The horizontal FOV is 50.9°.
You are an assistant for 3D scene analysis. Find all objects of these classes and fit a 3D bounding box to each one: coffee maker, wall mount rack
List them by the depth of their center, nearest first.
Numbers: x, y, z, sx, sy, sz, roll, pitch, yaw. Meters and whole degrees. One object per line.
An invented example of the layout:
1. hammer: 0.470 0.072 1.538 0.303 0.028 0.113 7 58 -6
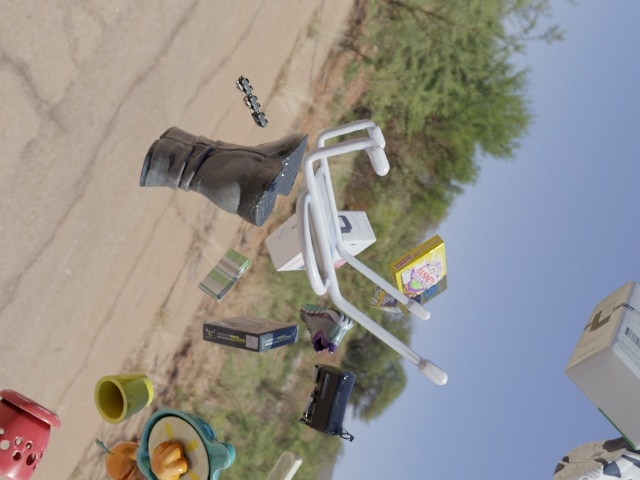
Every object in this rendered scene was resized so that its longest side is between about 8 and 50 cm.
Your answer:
1. wall mount rack: 0.060 0.011 0.860 0.350 0.130 0.304 -75 153 -74
2. coffee maker: 0.040 0.461 1.949 0.120 0.171 0.178 20 86 -82

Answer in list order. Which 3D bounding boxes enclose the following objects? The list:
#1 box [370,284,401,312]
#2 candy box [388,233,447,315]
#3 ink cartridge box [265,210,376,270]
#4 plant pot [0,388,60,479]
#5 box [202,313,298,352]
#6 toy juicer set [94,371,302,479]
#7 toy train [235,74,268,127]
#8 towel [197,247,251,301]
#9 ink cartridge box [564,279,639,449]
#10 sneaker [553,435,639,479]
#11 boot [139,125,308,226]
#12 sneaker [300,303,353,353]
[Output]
1. box: 0.179 0.139 1.607 0.169 0.054 0.059 165 -58 -73
2. candy box: 0.187 0.069 1.257 0.105 0.027 0.206 -35 151 -6
3. ink cartridge box: 0.000 0.000 1.795 0.237 0.100 0.172 -1 152 -44
4. plant pot: -0.743 0.462 1.616 0.174 0.191 0.191 -62 174 -24
5. box: -0.212 0.279 2.043 0.183 0.232 0.059 -5 99 -54
6. toy juicer set: -0.191 0.323 0.903 0.089 0.329 0.209 -9 113 -57
7. toy train: -0.171 -0.343 1.660 0.027 0.036 0.158 -51 141 -23
8. towel: -0.281 0.095 1.953 0.152 0.113 0.023 -52 136 -12
9. ink cartridge box: 0.464 0.175 0.989 0.208 0.153 0.087 -36 172 -49
10. sneaker: 0.561 0.436 1.230 0.235 0.153 0.094 -30 -175 3
11. boot: -0.156 -0.148 1.163 0.338 0.222 0.118 -57 166 -69
12. sneaker: -0.010 0.207 1.568 0.098 0.083 0.223 -62 -162 -14
